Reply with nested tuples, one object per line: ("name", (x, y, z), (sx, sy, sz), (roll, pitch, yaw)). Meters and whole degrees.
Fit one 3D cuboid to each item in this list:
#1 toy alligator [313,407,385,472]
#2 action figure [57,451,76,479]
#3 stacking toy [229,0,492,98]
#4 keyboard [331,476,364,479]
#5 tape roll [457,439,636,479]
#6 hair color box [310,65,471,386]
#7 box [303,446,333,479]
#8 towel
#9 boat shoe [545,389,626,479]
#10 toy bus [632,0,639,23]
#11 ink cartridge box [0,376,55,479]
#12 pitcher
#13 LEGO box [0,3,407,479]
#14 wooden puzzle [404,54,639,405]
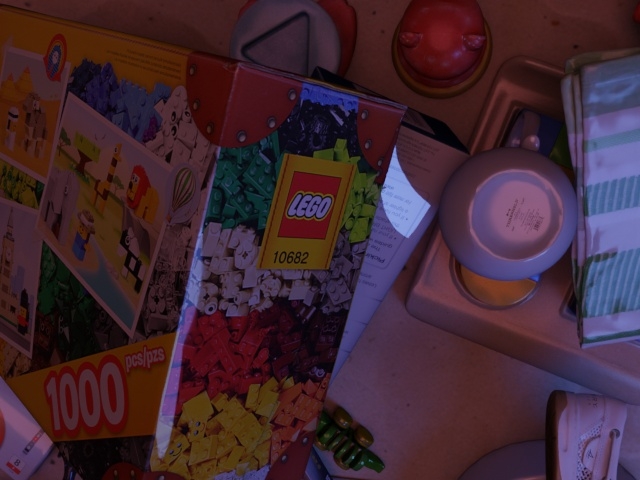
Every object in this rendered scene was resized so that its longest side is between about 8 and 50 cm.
("toy alligator", (0.008, 0.250, 0.924), (0.190, 0.051, 0.056), (41, 103, 2))
("action figure", (-0.359, 0.427, 0.974), (0.164, 0.141, 0.275), (20, 99, 3))
("stacking toy", (0.033, -0.290, 0.794), (0.309, 0.130, 0.279), (-7, 98, 11))
("keyboard", (0.034, 0.362, 0.959), (0.256, 0.014, 0.072), (3, 94, 9))
("tape roll", (0.291, 0.403, 0.874), (0.287, 0.100, 0.285), (1, 99, 9))
("hair color box", (0.000, 0.000, 0.799), (0.174, 0.105, 0.347), (21, 114, -19))
("box", (-0.125, 0.311, 0.944), (0.231, 0.056, 0.183), (-33, 89, 17))
("towel", (0.367, -0.043, 0.687), (0.248, 0.038, 0.324), (-10, 119, 6))
("boat shoe", (0.296, 0.304, 0.756), (0.096, 0.098, 0.276), (1, 94, 11))
("toy bus", (0.436, -0.236, 0.695), (0.212, 0.149, 0.220), (28, 138, 15))
("ink cartridge box", (-0.431, 0.242, 1.006), (0.145, 0.045, 0.179), (39, 106, 2))
("pitcher", (0.188, -0.051, 0.692), (0.126, 0.207, 0.177), (17, 95, 7))
("LEGO box", (-0.198, -0.019, 0.720), (0.500, 0.193, 0.372), (25, 105, 43))
("wooden puzzle", (0.304, -0.003, 0.817), (0.322, 0.080, 0.347), (22, 102, 6))
